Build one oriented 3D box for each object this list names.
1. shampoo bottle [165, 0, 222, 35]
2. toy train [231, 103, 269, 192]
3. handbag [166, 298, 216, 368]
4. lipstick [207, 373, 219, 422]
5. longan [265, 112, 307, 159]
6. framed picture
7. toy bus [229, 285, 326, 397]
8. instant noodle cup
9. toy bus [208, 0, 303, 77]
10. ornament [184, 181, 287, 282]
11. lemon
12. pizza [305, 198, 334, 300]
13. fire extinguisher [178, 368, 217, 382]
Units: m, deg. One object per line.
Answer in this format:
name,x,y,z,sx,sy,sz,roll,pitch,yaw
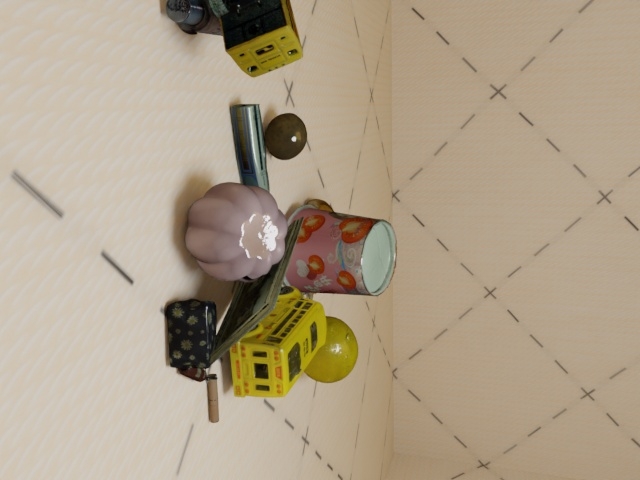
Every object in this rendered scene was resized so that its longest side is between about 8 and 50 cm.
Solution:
shampoo bottle,-0.190,-0.387,0.974,0.214,0.072,0.072,-43,132,-67
toy train,-0.142,-0.154,1.178,0.048,0.055,0.252,-53,141,-62
handbag,-0.212,0.151,0.988,0.139,0.072,0.115,-56,145,-83
lipstick,-0.205,0.302,1.087,0.019,0.019,0.094,-28,118,-71
longan,-0.083,-0.237,1.311,0.119,0.106,0.106,-26,-128,61
framed picture,-0.121,0.087,1.069,0.017,0.217,0.274,37,32,-15
toy bus,-0.083,0.212,1.253,0.330,0.152,0.144,-41,130,-67
instant noodle cup,0.052,0.036,1.448,0.243,0.231,0.243,-14,107,-55
toy bus,-0.118,-0.443,0.947,0.123,0.121,0.336,42,32,-63
ornament,-0.151,-0.014,0.992,0.177,0.177,0.178,2,90,-73
lemon,0.015,0.295,1.550,0.206,0.173,0.173,64,30,-33
pizza,0.000,0.000,1.642,0.251,0.074,0.288,68,27,-48
fire extinguisher,-0.223,0.227,1.018,0.046,0.032,0.100,62,2,28
